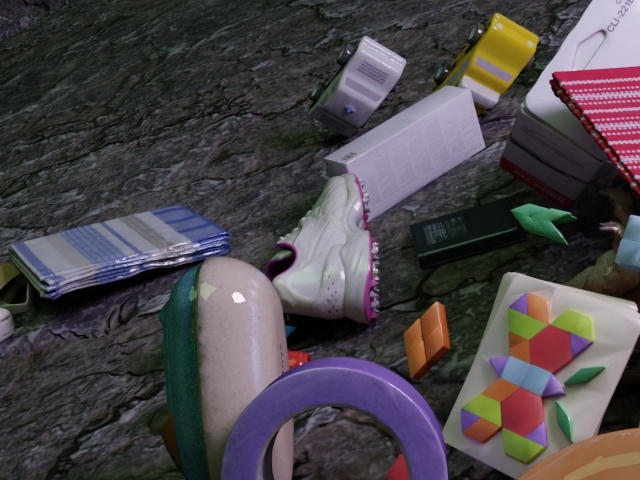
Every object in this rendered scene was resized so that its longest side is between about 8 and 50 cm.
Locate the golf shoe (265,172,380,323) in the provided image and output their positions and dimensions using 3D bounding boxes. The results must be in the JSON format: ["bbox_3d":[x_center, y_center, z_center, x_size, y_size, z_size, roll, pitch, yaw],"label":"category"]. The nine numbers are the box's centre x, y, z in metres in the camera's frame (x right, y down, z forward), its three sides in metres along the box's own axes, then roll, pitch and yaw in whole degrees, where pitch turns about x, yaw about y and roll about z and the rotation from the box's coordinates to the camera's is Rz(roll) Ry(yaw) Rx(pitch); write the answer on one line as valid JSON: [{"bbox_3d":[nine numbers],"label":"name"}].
[{"bbox_3d":[0.000,0.000,1.524,0.140,0.115,0.306,-5,26,1],"label":"golf shoe"}]

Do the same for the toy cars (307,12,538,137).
[{"bbox_3d":[0.144,-0.232,1.847,0.393,0.176,0.087,-6,44,24],"label":"toy cars"}]

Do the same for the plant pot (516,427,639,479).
[{"bbox_3d":[0.223,0.259,0.782,0.291,0.203,0.291,-17,28,9],"label":"plant pot"}]

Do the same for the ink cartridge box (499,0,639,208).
[{"bbox_3d":[0.319,-0.167,1.429,0.197,0.114,0.273,-55,-9,-5],"label":"ink cartridge box"}]

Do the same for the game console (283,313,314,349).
[{"bbox_3d":[-0.088,0.098,1.460,0.107,0.071,0.122,8,37,43],"label":"game console"}]

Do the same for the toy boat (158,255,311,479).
[{"bbox_3d":[-0.099,0.152,1.233,0.148,0.267,0.318,-5,-2,6],"label":"toy boat"}]

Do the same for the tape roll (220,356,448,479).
[{"bbox_3d":[0.014,0.197,1.031,0.189,0.189,0.080,-15,-1,6],"label":"tape roll"}]

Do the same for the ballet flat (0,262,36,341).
[{"bbox_3d":[-0.453,0.097,1.696,0.073,0.080,0.232,1,31,8],"label":"ballet flat"}]

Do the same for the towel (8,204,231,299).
[{"bbox_3d":[-0.292,0.012,1.746,0.285,0.034,0.209,-15,22,-25],"label":"towel"}]

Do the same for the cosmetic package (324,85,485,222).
[{"bbox_3d":[0.122,-0.125,1.726,0.239,0.099,0.060,-32,27,-26],"label":"cosmetic package"}]

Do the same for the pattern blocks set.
[{"bbox_3d":[0.188,0.123,1.057,0.285,0.026,0.325,3,74,37],"label":"pattern blocks set"}]

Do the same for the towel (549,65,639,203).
[{"bbox_3d":[0.358,-0.099,1.173,0.199,0.031,0.275,-6,36,-10],"label":"towel"}]

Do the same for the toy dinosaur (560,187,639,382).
[{"bbox_3d":[0.319,0.073,1.139,0.295,0.200,0.127,15,25,41],"label":"toy dinosaur"}]

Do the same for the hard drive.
[{"bbox_3d":[0.186,-0.011,1.547,0.135,0.022,0.094,-16,26,5],"label":"hard drive"}]
